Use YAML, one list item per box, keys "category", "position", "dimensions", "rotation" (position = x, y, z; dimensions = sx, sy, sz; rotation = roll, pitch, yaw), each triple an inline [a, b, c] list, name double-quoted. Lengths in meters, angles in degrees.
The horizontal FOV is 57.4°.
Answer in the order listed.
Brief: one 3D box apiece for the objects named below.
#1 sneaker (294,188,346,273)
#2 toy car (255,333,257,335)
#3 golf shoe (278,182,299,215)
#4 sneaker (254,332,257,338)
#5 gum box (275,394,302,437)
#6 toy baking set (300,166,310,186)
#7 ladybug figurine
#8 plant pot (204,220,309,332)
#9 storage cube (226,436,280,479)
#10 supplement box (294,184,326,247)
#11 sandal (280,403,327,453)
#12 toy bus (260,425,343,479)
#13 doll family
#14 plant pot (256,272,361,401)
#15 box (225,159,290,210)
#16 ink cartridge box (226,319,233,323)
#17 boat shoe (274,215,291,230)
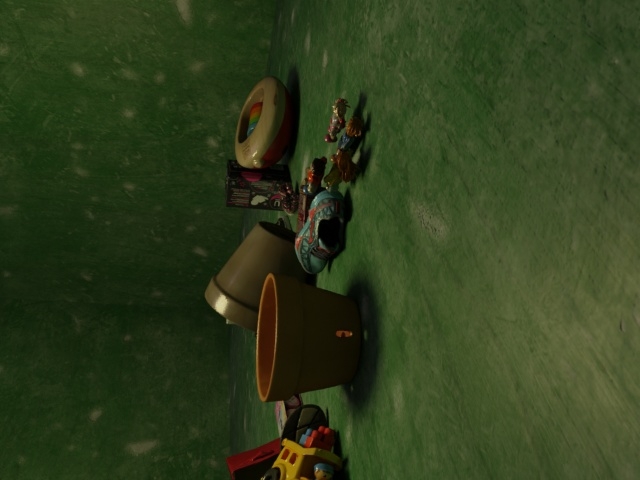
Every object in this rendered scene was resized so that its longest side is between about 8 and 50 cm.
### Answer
- category: "sneaker"
  position: [0.000, 0.000, 1.528]
  dimensions: [0.125, 0.104, 0.262]
  rotation: [-105, 24, -50]
- category: "toy car"
  position: [-0.076, 0.249, 1.574]
  dimensions: [0.155, 0.188, 0.149]
  rotation: [129, 143, -67]
- category: "golf shoe"
  position: [-0.105, -0.134, 2.117]
  dimensions: [0.186, 0.067, 0.086]
  rotation: [-107, -1, -56]
- category: "sneaker"
  position: [-0.209, 0.376, 2.263]
  dimensions: [0.272, 0.107, 0.100]
  rotation: [-107, 27, -54]
- category: "gum box"
  position: [-0.097, 0.541, 1.831]
  dimensions: [0.188, 0.062, 0.107]
  rotation: [-116, 34, -65]
- category: "toy baking set"
  position: [-0.029, -0.133, 1.857]
  dimensions: [0.256, 0.030, 0.197]
  rotation: [-145, 57, -75]
- category: "ladybug figurine"
  position: [-0.214, -0.456, 2.338]
  dimensions: [0.305, 0.161, 0.450]
  rotation: [-33, 42, 44]
- category: "plant pot"
  position: [-0.162, 0.105, 1.834]
  dimensions: [0.281, 0.323, 0.323]
  rotation: [-65, 18, 11]
- category: "storage cube"
  position: [-0.145, 0.681, 1.624]
  dimensions: [0.193, 0.183, 0.215]
  rotation: [148, 105, -73]
- category: "supplement box"
  position: [-0.019, -0.060, 1.668]
  dimensions: [0.104, 0.080, 0.188]
  rotation: [-146, 61, -75]
- category: "sandal"
  position: [-0.048, 0.576, 1.526]
  dimensions: [0.086, 0.120, 0.303]
  rotation: [-49, -36, -89]
- category: "toy bus"
  position: [-0.018, 0.539, 1.362]
  dimensions: [0.220, 0.149, 0.212]
  rotation: [-10, 49, 62]
- category: "doll family"
  position: [0.053, -0.220, 1.420]
  dimensions: [0.163, 0.118, 0.263]
  rotation: [114, 175, -70]
- category: "plant pot"
  position: [-0.030, 0.228, 1.360]
  dimensions: [0.291, 0.203, 0.291]
  rotation: [-175, 90, -76]
- category: "box"
  position: [-0.257, -0.221, 2.355]
  dimensions: [0.163, 0.247, 0.142]
  rotation: [-104, 22, -55]
- category: "ink cartridge box"
  position: [-0.244, 0.233, 2.211]
  dimensions: [0.093, 0.219, 0.160]
  rotation: [118, 154, -58]
- category: "boat shoe"
  position: [-0.157, -0.043, 2.259]
  dimensions: [0.219, 0.070, 0.078]
  rotation: [-120, 37, -67]
